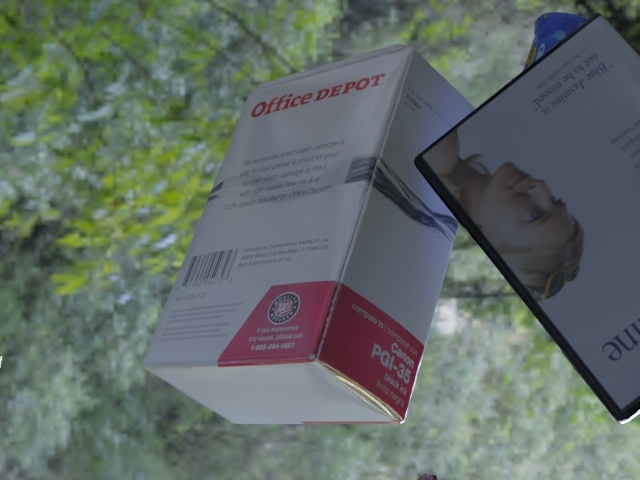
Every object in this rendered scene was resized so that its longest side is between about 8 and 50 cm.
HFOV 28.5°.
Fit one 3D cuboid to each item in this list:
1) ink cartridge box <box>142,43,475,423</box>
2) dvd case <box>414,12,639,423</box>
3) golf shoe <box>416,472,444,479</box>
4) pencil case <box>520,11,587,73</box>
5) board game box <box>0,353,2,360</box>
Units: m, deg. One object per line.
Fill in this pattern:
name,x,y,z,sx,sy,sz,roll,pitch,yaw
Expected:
ink cartridge box,0.000,0.000,1.038,0.207,0.117,0.283,-8,-127,45
dvd case,0.209,-0.021,0.911,0.253,0.180,0.022,54,5,21
golf shoe,0.143,0.316,1.405,0.186,0.086,0.068,-3,-68,58
pencil case,0.351,-0.214,2.000,0.133,0.119,0.306,19,-91,58
board game box,-0.333,0.158,1.004,0.181,0.043,0.092,-43,156,-55
